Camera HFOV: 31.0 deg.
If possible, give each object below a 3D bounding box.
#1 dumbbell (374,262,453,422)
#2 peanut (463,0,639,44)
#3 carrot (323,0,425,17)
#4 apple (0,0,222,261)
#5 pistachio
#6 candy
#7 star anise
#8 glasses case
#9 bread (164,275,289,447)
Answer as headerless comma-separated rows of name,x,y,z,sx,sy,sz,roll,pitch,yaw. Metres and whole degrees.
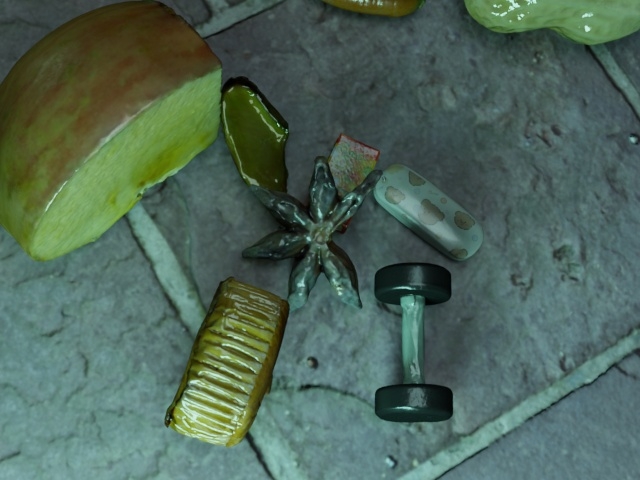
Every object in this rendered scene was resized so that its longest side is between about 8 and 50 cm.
dumbbell,0.117,0.130,1.457,0.100,0.100,0.191,3,72,-8
peanut,0.353,-0.352,1.621,0.313,0.152,0.152,0,73,-10
carrot,0.015,-0.361,1.616,0.271,0.062,0.066,12,105,-1
apple,-0.281,-0.135,1.429,0.309,0.314,0.252,-35,123,-17
pistachio,-0.084,-0.134,1.532,0.090,0.049,0.172,-17,86,-21
candy,0.029,-0.077,1.538,0.062,0.038,0.121,25,72,-1
star anise,-0.016,-0.006,1.473,0.172,0.063,0.207,10,97,1
glasses case,0.144,-0.038,1.542,0.164,0.041,0.063,38,72,4
bread,-0.105,0.148,1.373,0.104,0.199,0.199,21,71,-3
